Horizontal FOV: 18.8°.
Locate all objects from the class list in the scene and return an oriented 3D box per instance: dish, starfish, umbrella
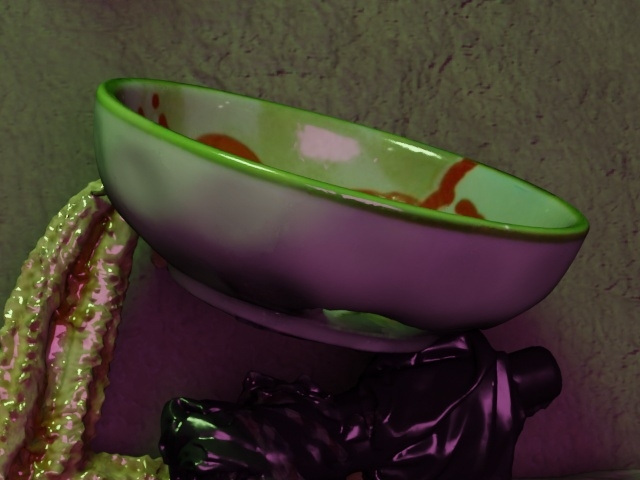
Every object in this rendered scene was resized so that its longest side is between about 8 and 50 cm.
[{"bbox_3d":[0.000,0.000,1.236,0.324,0.324,0.124,14,101,-11],"label":"dish"},{"bbox_3d":[-0.138,0.189,1.294,0.324,0.082,0.432,-26,96,-30],"label":"starfish"},{"bbox_3d":[0.032,0.125,1.271,0.272,0.110,0.122,-13,54,-19],"label":"umbrella"}]

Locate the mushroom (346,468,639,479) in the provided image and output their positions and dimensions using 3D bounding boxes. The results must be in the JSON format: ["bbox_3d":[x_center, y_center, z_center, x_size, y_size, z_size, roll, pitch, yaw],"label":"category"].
[{"bbox_3d":[0.138,0.197,1.350,0.270,0.103,0.118,13,62,-9],"label":"mushroom"}]
